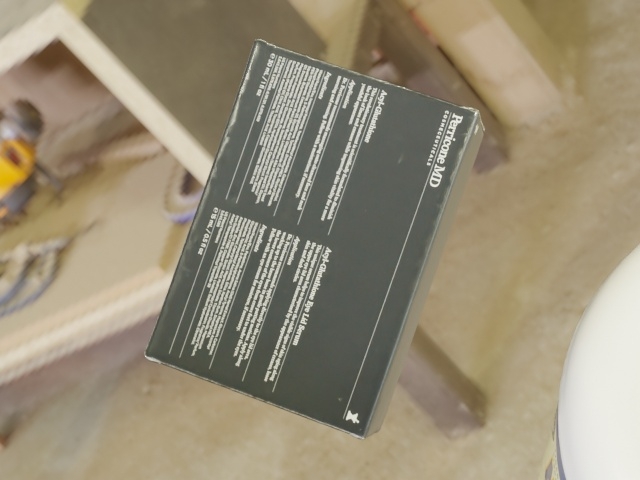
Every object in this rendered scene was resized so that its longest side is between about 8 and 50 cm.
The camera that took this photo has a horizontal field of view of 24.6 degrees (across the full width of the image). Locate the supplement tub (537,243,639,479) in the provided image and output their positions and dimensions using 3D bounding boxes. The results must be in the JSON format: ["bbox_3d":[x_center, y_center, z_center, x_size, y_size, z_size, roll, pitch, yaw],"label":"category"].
[{"bbox_3d":[0.220,0.146,0.724,0.235,0.325,0.235,-1,60,2],"label":"supplement tub"}]

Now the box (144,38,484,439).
[{"bbox_3d":[0.000,0.000,1.147,0.184,0.103,0.261,20,90,13],"label":"box"}]
